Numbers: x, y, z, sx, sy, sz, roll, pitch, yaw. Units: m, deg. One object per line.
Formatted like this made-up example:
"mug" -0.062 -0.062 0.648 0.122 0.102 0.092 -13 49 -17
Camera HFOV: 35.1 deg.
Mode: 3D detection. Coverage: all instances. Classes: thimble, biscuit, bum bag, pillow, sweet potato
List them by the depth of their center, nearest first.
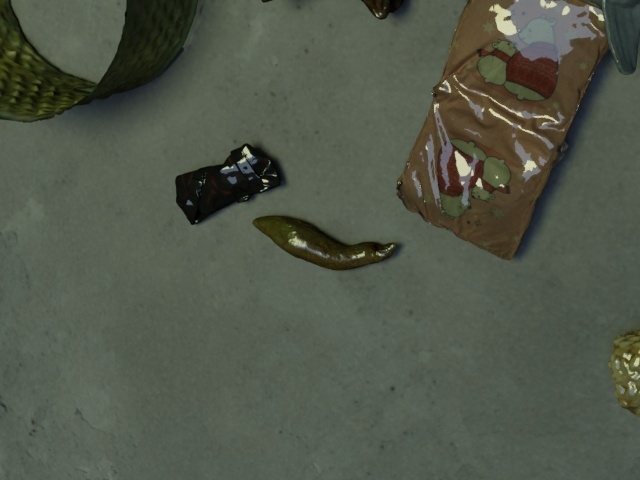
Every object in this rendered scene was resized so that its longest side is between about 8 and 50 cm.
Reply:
"biscuit" 0.346 0.110 0.902 0.168 0.070 0.082 -14 89 25
"pillow" 0.164 -0.113 0.925 0.135 0.049 0.248 24 114 12
"thimble" -0.260 -0.257 0.982 0.270 0.150 0.271 7 109 21
"sweet potato" 0.001 0.005 1.020 0.153 0.038 0.041 13 130 15
"bum bag" -0.100 -0.058 1.042 0.124 0.034 0.058 -21 104 24

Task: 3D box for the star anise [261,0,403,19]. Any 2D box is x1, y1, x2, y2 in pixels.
"star anise" 0.044 -0.308 0.900 0.220 0.099 0.214 -3 116 16

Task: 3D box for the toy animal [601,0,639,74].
"toy animal" 0.330 -0.245 0.807 0.239 0.176 0.255 -20 122 15
